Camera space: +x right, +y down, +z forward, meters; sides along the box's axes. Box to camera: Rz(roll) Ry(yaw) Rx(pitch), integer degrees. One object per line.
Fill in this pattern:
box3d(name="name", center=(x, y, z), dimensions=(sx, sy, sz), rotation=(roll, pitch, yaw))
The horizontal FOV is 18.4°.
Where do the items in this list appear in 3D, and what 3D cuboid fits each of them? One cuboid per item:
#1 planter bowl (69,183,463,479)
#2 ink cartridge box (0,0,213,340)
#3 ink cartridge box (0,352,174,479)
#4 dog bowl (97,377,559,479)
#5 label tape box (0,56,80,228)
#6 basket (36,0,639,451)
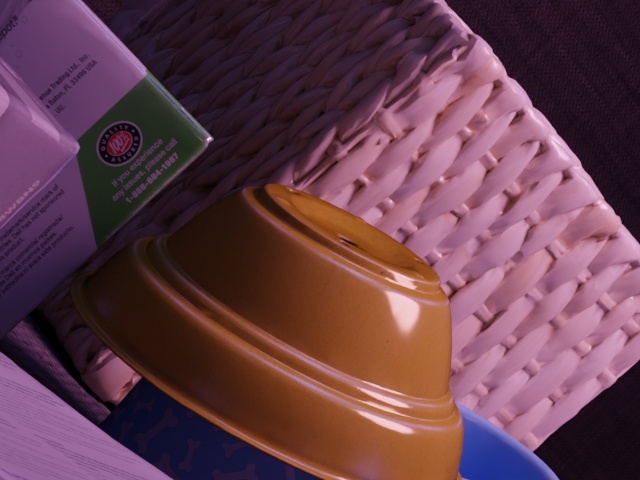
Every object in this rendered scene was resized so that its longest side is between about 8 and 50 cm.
box3d(name="planter bowl", center=(-0.005, 0.033, 0.956), dimensions=(0.217, 0.090, 0.217), rotation=(27, 11, -6))
box3d(name="ink cartridge box", center=(-0.178, -0.075, 0.981), dimensions=(0.208, 0.153, 0.087), rotation=(48, -1, -5))
box3d(name="ink cartridge box", center=(-0.093, 0.070, 0.572), dimensions=(0.224, 0.045, 0.223), rotation=(32, -3, 26))
box3d(name="dog bowl", center=(0.017, 0.122, 1.044), dimensions=(0.297, 0.074, 0.166), rotation=(17, 15, -46))
box3d(name="label tape box", center=(-0.249, -0.121, 0.716), dimensions=(0.249, 0.115, 0.348), rotation=(47, -2, 15))
box3d(name="basket", center=(0.000, 0.000, 1.288), dimensions=(0.328, 0.331, 0.266), rotation=(47, 6, -39))
